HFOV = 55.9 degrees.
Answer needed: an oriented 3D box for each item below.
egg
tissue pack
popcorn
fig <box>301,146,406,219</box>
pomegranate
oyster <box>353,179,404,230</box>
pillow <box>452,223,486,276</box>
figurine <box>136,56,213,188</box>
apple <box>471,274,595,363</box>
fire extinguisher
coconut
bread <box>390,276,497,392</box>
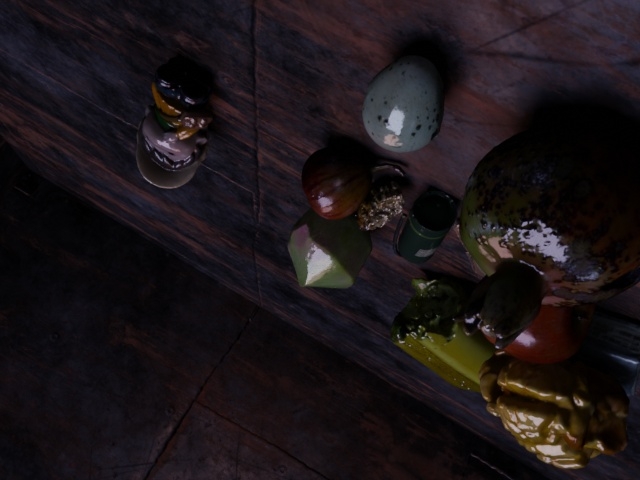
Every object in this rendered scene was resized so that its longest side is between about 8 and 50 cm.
[{"bbox_3d":[0.132,-0.208,0.924,0.131,0.131,0.164,30,154,3],"label":"egg"},{"bbox_3d":[0.565,0.225,1.373,0.315,0.103,0.228,21,160,31],"label":"tissue pack"},{"bbox_3d":[0.476,0.340,1.278,0.264,0.225,0.332,24,-174,-46],"label":"popcorn"},{"bbox_3d":[0.041,-0.133,1.250,0.149,0.148,0.202,11,133,-37],"label":"fig"},{"bbox_3d":[0.312,0.006,0.851,0.284,0.341,0.285,30,158,13],"label":"pomegranate"},{"bbox_3d":[0.122,-0.078,1.298,0.056,0.106,0.177,9,174,-31],"label":"oyster"},{"bbox_3d":[0.368,0.031,1.299,0.135,0.034,0.211,13,152,43],"label":"pillow"},{"bbox_3d":[-0.330,-0.289,1.429,0.185,0.205,0.332,34,132,-3],"label":"figurine"},{"bbox_3d":[0.412,0.128,1.191,0.229,0.230,0.230,28,161,11],"label":"apple"},{"bbox_3d":[0.221,-0.011,1.332,0.118,0.093,0.294,-10,161,-6],"label":"fire extinguisher"},{"bbox_3d":[0.017,0.021,1.503,0.204,0.236,0.236,38,160,-8],"label":"coconut"},{"bbox_3d":[0.366,0.262,1.600,0.376,0.208,0.251,41,162,-26],"label":"bread"}]
